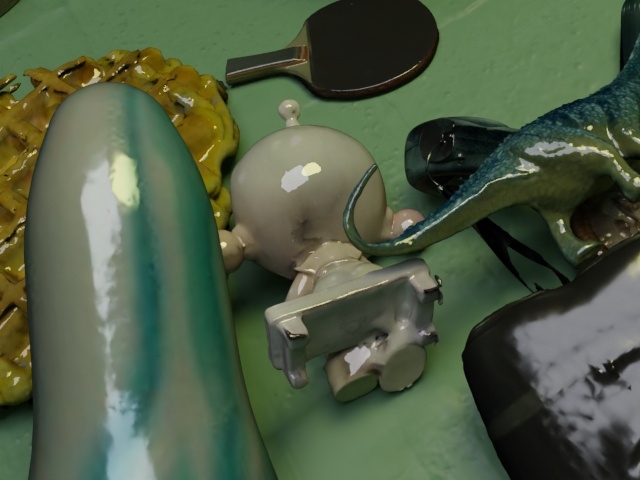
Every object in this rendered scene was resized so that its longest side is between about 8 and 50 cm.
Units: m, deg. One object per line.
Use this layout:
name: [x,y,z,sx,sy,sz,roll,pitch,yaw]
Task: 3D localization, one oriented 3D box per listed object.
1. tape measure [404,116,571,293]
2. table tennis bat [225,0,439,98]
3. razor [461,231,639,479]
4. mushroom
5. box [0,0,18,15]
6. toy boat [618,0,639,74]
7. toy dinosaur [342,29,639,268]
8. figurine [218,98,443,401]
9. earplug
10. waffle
tape measure: [0.131,-0.016,0.801,0.104,0.107,0.179,-10,80,-17]
table tennis bat: [0.010,-0.192,0.971,0.221,0.019,0.130,-10,57,9]
razor: [0.241,0.165,0.627,0.204,0.113,0.349,-27,64,6]
mushroom: [0.258,-0.012,0.769,0.123,0.052,0.123,-8,52,10]
box: [-0.465,-0.369,1.143,0.226,0.149,0.226,-7,59,12]
toy boat: [0.291,-0.171,0.851,0.060,0.055,0.141,9,61,-3]
toy dinosaur: [0.195,-0.061,0.732,0.363,0.076,0.147,-33,58,-18]
figurine: [-0.006,-0.004,0.794,0.182,0.144,0.256,-28,53,3]
earplug: [-0.139,0.041,0.704,0.185,0.185,0.323,-9,85,12]
waffle: [-0.258,-0.027,0.918,0.380,0.095,0.382,-16,55,9]
